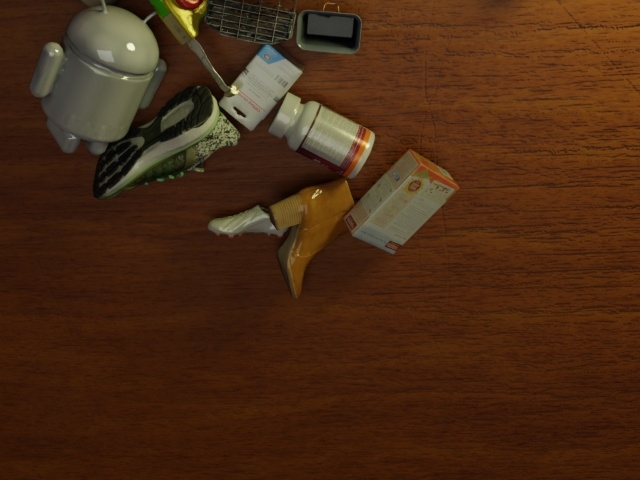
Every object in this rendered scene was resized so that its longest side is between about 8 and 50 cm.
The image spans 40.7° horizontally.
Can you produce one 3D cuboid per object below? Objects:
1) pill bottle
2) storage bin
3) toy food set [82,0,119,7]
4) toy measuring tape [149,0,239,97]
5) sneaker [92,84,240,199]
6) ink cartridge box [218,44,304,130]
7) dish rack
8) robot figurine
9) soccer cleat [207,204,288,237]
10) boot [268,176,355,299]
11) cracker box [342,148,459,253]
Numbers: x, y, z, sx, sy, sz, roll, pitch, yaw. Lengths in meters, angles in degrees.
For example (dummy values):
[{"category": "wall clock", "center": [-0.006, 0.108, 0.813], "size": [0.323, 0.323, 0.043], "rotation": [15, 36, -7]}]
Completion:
[{"category": "pill bottle", "center": [0.001, -0.238, 1.939], "size": [0.221, 0.121, 0.121], "rotation": [26, 113, -9]}, {"category": "storage bin", "center": [0.019, -0.461, 1.851], "size": [0.135, 0.091, 0.098], "rotation": [4, 115, 0]}, {"category": "toy food set", "center": [-0.500, -0.652, 1.796], "size": [0.306, 0.092, 0.219], "rotation": [38, 116, -22]}, {"category": "toy measuring tape", "center": [-0.257, -0.467, 1.850], "size": [0.121, 0.121, 0.330], "rotation": [-32, 110, 16]}, {"category": "sneaker", "center": [-0.352, -0.181, 1.977], "size": [0.410, 0.158, 0.182], "rotation": [-26, 140, 27]}, {"category": "ink cartridge box", "center": [-0.133, -0.347, 1.928], "size": [0.104, 0.060, 0.180], "rotation": [39, 111, -13]}, {"category": "dish rack", "center": [-0.130, -0.548, 1.793], "size": [0.208, 0.074, 0.272], "rotation": [11, 100, -1]}, {"category": "robot figurine", "center": [-0.472, -0.353, 1.857], "size": [0.200, 0.300, 0.353], "rotation": [48, 123, 28]}, {"category": "soccer cleat", "center": [-0.172, -0.050, 2.068], "size": [0.196, 0.068, 0.076], "rotation": [0, 113, -5]}, {"category": "boot", "center": [0.000, -0.001, 2.057], "size": [0.211, 0.104, 0.295], "rotation": [-18, 128, -13]}, {"category": "cracker box", "center": [0.185, -0.086, 1.994], "size": [0.155, 0.067, 0.232], "rotation": [24, 117, -44]}]
